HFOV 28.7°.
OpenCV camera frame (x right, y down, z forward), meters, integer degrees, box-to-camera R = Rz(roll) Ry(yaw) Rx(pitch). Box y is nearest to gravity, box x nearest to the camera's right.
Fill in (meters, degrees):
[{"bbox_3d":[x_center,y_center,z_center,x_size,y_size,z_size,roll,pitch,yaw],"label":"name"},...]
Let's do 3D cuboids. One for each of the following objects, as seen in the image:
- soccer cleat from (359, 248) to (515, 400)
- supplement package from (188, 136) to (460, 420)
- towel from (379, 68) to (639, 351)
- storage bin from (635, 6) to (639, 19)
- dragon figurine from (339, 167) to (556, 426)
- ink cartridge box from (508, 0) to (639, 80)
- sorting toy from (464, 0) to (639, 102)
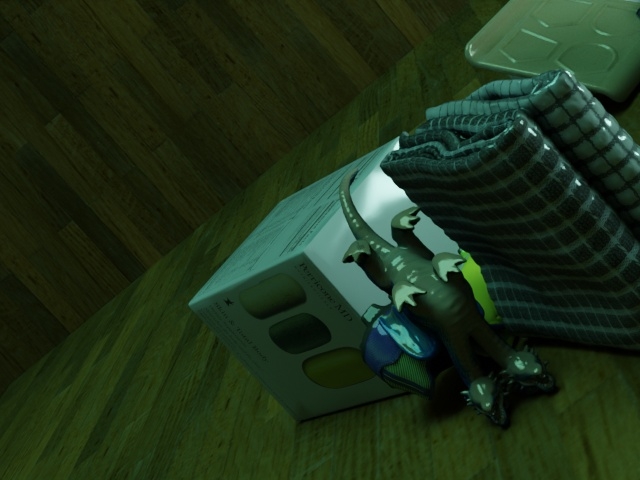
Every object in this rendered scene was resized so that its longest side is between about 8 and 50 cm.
[{"bbox_3d":[0.167,0.062,1.252,0.289,0.121,0.093,-33,-37,-28],"label":"soccer cleat"},{"bbox_3d":[0.028,0.052,1.411,0.198,0.199,0.262,-49,14,-33],"label":"supplement package"},{"bbox_3d":[0.186,-0.019,1.069,0.121,0.235,0.283,-49,12,-12],"label":"towel"},{"bbox_3d":[0.458,-0.265,1.485,0.122,0.084,0.180,-38,12,16],"label":"storage bin"},{"bbox_3d":[0.093,0.051,1.134,0.085,0.144,0.289,-38,42,-8],"label":"dragon figurine"},{"bbox_3d":[0.381,-0.286,1.842,0.139,0.082,0.190,-45,10,-19],"label":"ink cartridge box"},{"bbox_3d":[0.312,-0.237,1.649,0.229,0.041,0.307,21,49,29],"label":"sorting toy"}]
